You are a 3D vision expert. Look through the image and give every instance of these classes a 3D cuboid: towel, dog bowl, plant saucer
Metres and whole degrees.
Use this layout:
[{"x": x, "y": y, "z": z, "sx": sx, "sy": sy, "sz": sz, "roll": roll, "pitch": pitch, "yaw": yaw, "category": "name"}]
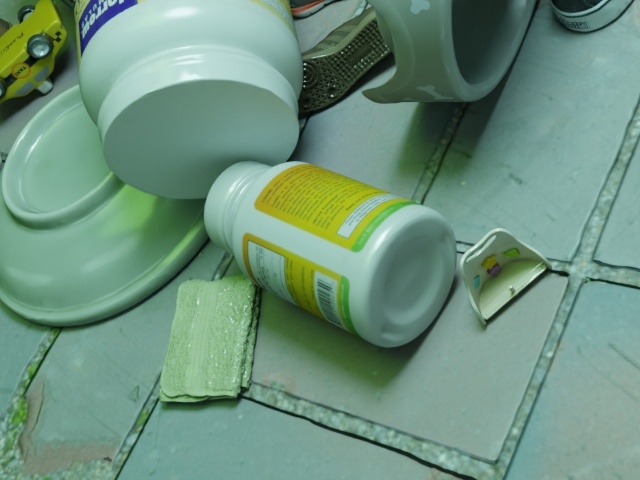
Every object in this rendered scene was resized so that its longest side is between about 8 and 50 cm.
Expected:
[{"x": -0.117, "y": 0.102, "z": 1.081, "sx": 0.110, "sy": 0.027, "sz": 0.148, "roll": -9, "pitch": 55, "yaw": 26, "category": "towel"}, {"x": 0.137, "y": -0.296, "z": 0.997, "sx": 0.102, "sy": 0.349, "sz": 0.349, "roll": 15, "pitch": 68, "yaw": 23, "category": "dog bowl"}, {"x": -0.284, "y": -0.090, "z": 1.269, "sx": 0.400, "sy": 0.100, "sz": 0.401, "roll": -16, "pitch": 53, "yaw": 22, "category": "plant saucer"}]

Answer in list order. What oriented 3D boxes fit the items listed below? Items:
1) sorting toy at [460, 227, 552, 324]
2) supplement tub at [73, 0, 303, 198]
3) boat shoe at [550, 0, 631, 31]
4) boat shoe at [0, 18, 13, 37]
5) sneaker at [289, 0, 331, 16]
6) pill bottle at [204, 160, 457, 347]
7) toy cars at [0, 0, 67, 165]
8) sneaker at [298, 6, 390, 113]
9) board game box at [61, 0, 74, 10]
[{"x": 0.159, "y": 0.023, "z": 0.930, "sx": 0.083, "sy": 0.075, "sz": 0.045, "roll": -40, "pitch": 47, "yaw": 1, "category": "sorting toy"}, {"x": -0.150, "y": -0.238, "z": 1.122, "sx": 0.241, "sy": 0.241, "sz": 0.331, "roll": -23, "pitch": 58, "yaw": 17, "category": "supplement tub"}, {"x": 0.329, "y": -0.367, "z": 1.073, "sx": 0.108, "sy": 0.102, "sz": 0.301, "roll": 28, "pitch": 77, "yaw": 41, "category": "boat shoe"}, {"x": -0.587, "y": -0.291, "z": 1.597, "sx": 0.257, "sy": 0.095, "sz": 0.095, "roll": -21, "pitch": 51, "yaw": 19, "category": "boat shoe"}, {"x": 0.016, "y": -0.340, "z": 1.276, "sx": 0.157, "sy": 0.065, "sz": 0.061, "roll": -28, "pitch": 49, "yaw": 13, "category": "sneaker"}, {"x": 0.000, "y": 0.000, "z": 1.003, "sx": 0.245, "sy": 0.136, "sz": 0.136, "roll": 24, "pitch": 74, "yaw": 40, "category": "pill bottle"}, {"x": -0.466, "y": -0.166, "z": 1.449, "sx": 0.176, "sy": 0.087, "sz": 0.394, "roll": 5, "pitch": 66, "yaw": 40, "category": "toy cars"}, {"x": 0.023, "y": -0.215, "z": 1.201, "sx": 0.188, "sy": 0.066, "sz": 0.071, "roll": -29, "pitch": 22, "yaw": 15, "category": "sneaker"}, {"x": -0.281, "y": -0.436, "z": 1.443, "sx": 0.336, "sy": 0.079, "sz": 0.254, "roll": 38, "pitch": 75, "yaw": 28, "category": "board game box"}]
